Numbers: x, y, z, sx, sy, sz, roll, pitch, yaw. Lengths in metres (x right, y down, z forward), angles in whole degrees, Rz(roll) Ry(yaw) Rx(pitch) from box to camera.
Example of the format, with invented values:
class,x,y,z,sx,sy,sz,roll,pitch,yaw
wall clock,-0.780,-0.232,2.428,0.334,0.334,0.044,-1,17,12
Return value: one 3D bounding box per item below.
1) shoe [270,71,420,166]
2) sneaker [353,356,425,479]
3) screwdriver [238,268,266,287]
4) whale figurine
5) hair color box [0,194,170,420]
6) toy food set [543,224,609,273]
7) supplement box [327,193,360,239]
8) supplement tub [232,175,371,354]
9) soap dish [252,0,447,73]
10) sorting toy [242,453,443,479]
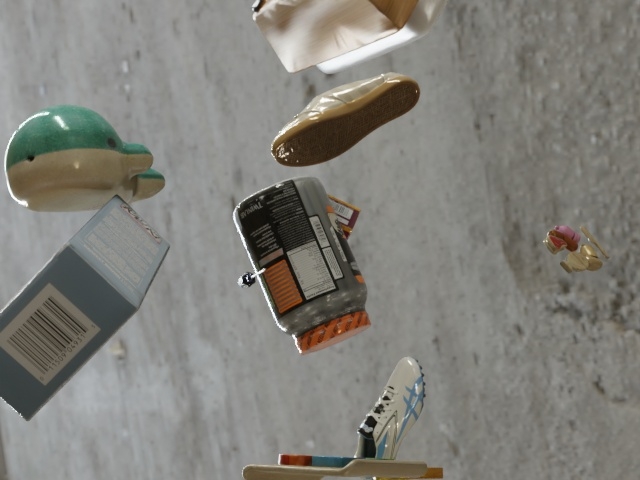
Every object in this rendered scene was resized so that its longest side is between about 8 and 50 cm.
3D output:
class,x,y,z,sx,sy,sz,roll,pitch,yaw
shoe,0.028,-0.166,1.487,0.058,0.219,0.077,56,169,44
sneaker,0.119,0.320,1.983,0.085,0.086,0.237,17,85,56
screwdriver,-0.100,0.050,1.618,0.025,0.024,0.170,51,164,2
whale figurine,-0.341,-0.117,1.620,0.216,0.272,0.141,-16,79,24
hair color box,-0.305,0.068,1.386,0.113,0.185,0.374,44,-174,-8
toy food set,0.315,0.011,1.392,0.019,0.122,0.078,-51,63,31
supplement box,0.000,0.000,2.365,0.081,0.104,0.188,-64,0,-52
supplement tub,-0.031,0.050,2.146,0.316,0.193,0.193,68,154,10
soap dish,0.051,-0.298,1.126,0.229,0.118,0.291,-63,20,-10
sorting toy,0.053,0.368,1.797,0.229,0.307,0.041,-12,73,37
